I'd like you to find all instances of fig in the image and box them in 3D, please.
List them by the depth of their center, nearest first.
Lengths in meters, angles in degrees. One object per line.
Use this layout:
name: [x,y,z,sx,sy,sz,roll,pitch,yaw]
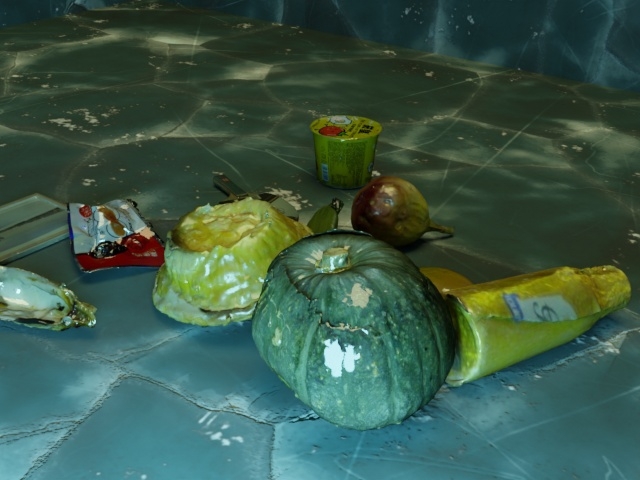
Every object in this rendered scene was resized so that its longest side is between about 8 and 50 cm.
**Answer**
fig: [0.189,-0.049,1.857,0.257,0.159,0.159,13,21,-26]

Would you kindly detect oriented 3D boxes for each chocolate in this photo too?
chocolate: [0.378,0.116,1.499,0.445,0.162,0.162,-13,31,-32]

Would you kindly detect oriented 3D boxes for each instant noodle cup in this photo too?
instant noodle cup: [0.061,-0.219,2.141,0.182,0.144,0.182,2,27,-1]

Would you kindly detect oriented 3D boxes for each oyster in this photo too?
oyster: [-0.546,0.109,1.504,0.345,0.078,0.129,11,49,11]

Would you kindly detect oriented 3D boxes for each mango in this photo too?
mango: [0.211,0.101,1.594,0.194,0.092,0.130,11,28,33]

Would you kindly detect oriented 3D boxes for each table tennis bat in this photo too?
table tennis bat: [-0.167,-0.086,1.986,0.173,0.022,0.301,-12,33,-30]

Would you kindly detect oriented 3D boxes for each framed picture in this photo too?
framed picture: [-0.649,-0.024,1.804,0.213,0.016,0.289,20,31,30]

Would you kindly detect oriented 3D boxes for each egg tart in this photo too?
egg tart: [-0.163,0.020,1.571,0.345,0.132,0.345,-11,29,6]

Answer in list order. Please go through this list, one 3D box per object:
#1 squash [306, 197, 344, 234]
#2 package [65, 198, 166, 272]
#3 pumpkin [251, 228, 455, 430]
squash: [-0.002,0.001,1.765,0.080,0.071,0.318,-34,15,22]
package: [-0.431,-0.010,1.762,0.194,0.071,0.269,-14,44,-26]
pumpkin: [0.040,0.131,1.325,0.291,0.257,0.327,-26,34,-34]
